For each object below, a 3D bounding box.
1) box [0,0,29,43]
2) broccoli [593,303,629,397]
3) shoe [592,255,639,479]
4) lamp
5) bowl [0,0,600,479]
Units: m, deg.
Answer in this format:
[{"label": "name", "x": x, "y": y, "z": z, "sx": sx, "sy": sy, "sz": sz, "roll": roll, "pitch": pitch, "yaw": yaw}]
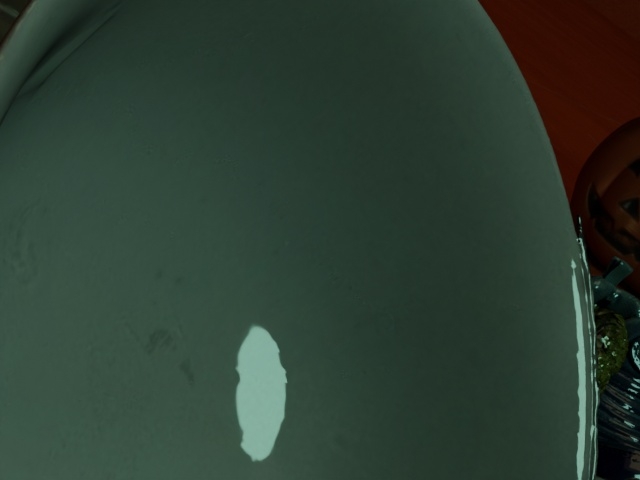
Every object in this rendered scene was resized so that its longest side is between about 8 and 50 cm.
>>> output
[{"label": "box", "x": -0.135, "y": -0.225, "z": 0.965, "sx": 0.225, "sy": 0.190, "sz": 0.297, "roll": 30, "pitch": 23, "yaw": -20}, {"label": "broccoli", "x": 0.117, "y": 0.065, "z": 0.848, "sx": 0.131, "sy": 0.120, "sz": 0.130, "roll": -19, "pitch": 22, "yaw": -18}, {"label": "shoe", "x": 0.187, "y": 0.094, "z": 0.916, "sx": 0.091, "sy": 0.106, "sz": 0.207, "roll": 27, "pitch": 29, "yaw": -19}, {"label": "lamp", "x": 0.329, "y": -0.033, "z": 1.298, "sx": 0.187, "sy": 0.164, "sz": 0.187, "roll": 31, "pitch": 20, "yaw": -13}, {"label": "bowl", "x": -0.048, "y": 0.054, "z": 0.506, "sx": 0.157, "sy": 0.345, "sz": 0.345, "roll": -3, "pitch": -6, "yaw": 38}]
